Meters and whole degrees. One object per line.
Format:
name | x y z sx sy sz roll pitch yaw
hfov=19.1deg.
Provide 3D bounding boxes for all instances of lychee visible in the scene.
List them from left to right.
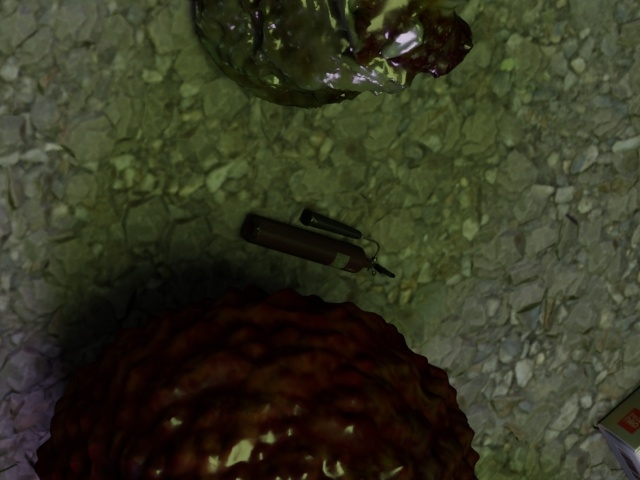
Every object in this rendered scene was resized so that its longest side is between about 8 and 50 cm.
lychee | -0.072 0.253 1.762 0.500 0.424 0.425 -29 128 -48

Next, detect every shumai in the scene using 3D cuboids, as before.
shumai | 0.020 -0.228 1.715 0.189 0.218 0.256 9 108 -42

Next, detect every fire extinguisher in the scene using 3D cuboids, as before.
fire extinguisher | 0.000 0.000 1.918 0.173 0.035 0.049 17 64 -35

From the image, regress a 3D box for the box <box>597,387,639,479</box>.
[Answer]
box | 0.449 0.276 2.273 0.135 0.079 0.269 -39 125 -9
